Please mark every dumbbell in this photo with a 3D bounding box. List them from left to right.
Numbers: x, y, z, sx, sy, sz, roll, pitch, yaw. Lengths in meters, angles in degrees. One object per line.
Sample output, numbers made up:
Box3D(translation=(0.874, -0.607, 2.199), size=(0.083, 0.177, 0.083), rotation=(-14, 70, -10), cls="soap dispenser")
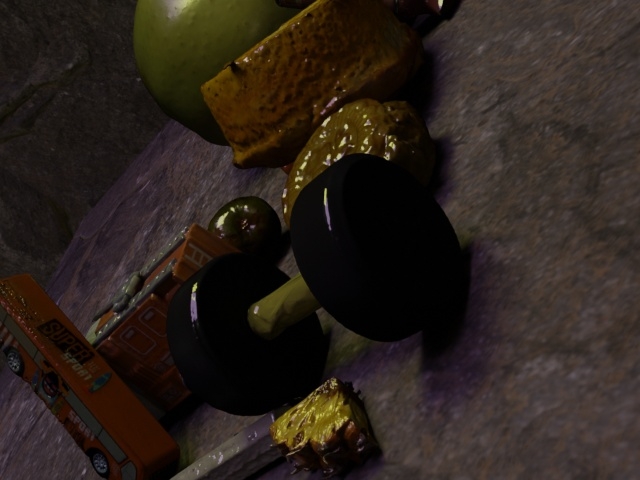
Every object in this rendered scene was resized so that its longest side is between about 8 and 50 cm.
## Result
Box3D(translation=(-0.014, 0.061, 0.942), size=(0.322, 0.204, 0.203), rotation=(-36, 27, 38), cls="dumbbell")

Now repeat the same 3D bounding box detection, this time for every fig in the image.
Box3D(translation=(-0.122, 0.005, 1.442), size=(0.127, 0.185, 0.133), rotation=(28, 73, 30), cls="fig")

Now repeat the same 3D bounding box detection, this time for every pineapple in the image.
Box3D(translation=(0.014, 0.202, 0.874), size=(0.137, 0.069, 0.116), rotation=(-14, 37, 46), cls="pineapple")

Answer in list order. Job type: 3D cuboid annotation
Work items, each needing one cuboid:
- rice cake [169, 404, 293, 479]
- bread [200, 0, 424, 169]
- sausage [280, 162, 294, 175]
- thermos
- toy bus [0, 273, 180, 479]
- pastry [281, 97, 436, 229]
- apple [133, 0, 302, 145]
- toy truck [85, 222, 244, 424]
Box3D(translation=(-0.115, 0.281, 1.027), size=(0.256, 0.052, 0.057), rotation=(-39, -5, 33), cls="rice cake")
Box3D(translation=(-0.015, -0.275, 1.385), size=(0.398, 0.215, 0.398), rotation=(-33, 15, 10), cls="bread")
Box3D(translation=(-0.024, -0.177, 1.576), size=(0.131, 0.039, 0.041), rotation=(-50, 16, 6), cls="sausage")
Box3D(translation=(0.090, -0.470, 1.502), size=(0.136, 0.330, 0.109), rotation=(-45, -37, -65), cls="thermos")
Box3D(translation=(-0.367, 0.216, 1.214), size=(0.093, 0.409, 0.092), rotation=(-19, -33, -56), cls="toy bus")
Box3D(translation=(0.064, -0.087, 1.147), size=(0.235, 0.132, 0.240), rotation=(19, 80, 60), cls="pastry")
Box3D(translation=(-0.187, -0.437, 1.788), size=(0.473, 0.474, 0.473), rotation=(-44, 22, 23), cls="apple")
Box3D(translation=(-0.255, 0.155, 1.303), size=(0.387, 0.207, 0.173), rotation=(-41, 24, 31), cls="toy truck")
